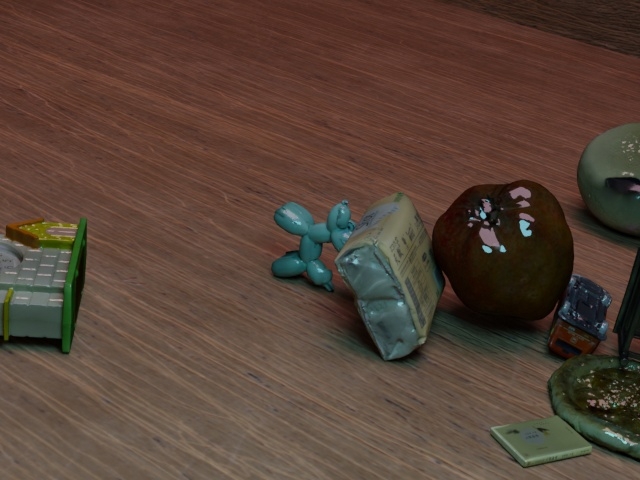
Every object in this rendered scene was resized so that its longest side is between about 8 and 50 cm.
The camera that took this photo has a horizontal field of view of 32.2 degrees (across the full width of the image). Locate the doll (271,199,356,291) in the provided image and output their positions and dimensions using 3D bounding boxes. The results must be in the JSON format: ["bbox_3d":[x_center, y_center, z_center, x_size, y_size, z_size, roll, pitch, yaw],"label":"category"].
[{"bbox_3d":[0.000,0.000,1.744,0.158,0.159,0.059,20,25,21],"label":"doll"}]

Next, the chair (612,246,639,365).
[{"bbox_3d":[0.527,0.095,1.660,0.141,0.155,0.260,15,18,8],"label":"chair"}]

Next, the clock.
[{"bbox_3d":[-0.463,0.052,1.546,0.255,0.106,0.220,4,24,-9],"label":"clock"}]

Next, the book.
[{"bbox_3d":[0.286,0.258,1.437,0.111,0.014,0.077,-5,27,-27],"label":"book"}]

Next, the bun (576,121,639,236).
[{"bbox_3d":[0.642,-0.099,2.171,0.283,0.179,0.283,-6,39,5],"label":"bun"}]

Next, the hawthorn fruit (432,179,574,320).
[{"bbox_3d":[0.286,0.030,1.691,0.208,0.248,0.208,-14,47,15],"label":"hawthorn fruit"}]

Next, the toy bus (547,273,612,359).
[{"bbox_3d":[0.395,0.119,1.699,0.079,0.077,0.174,27,26,6],"label":"toy bus"}]

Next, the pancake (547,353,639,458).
[{"bbox_3d":[0.436,0.226,1.531,0.253,0.037,0.253,7,25,-3],"label":"pancake"}]

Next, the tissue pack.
[{"bbox_3d":[0.109,0.049,1.643,0.090,0.186,0.222,-20,16,24],"label":"tissue pack"}]
